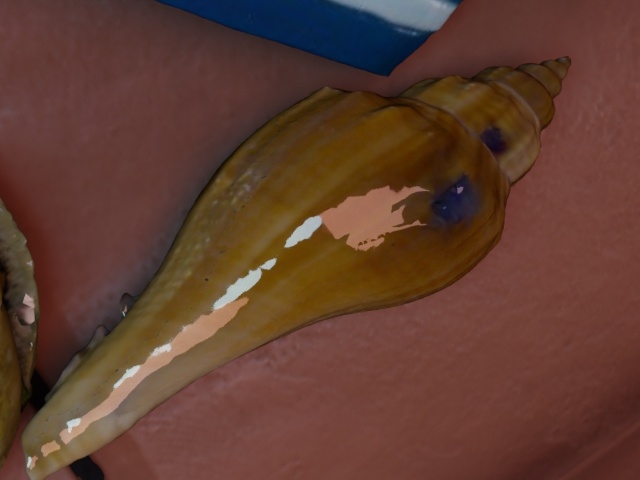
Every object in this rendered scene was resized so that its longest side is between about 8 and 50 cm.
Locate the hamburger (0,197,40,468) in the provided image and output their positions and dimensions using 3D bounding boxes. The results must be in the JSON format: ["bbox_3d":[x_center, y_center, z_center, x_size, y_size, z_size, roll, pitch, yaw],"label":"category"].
[{"bbox_3d":[-0.249,0.057,0.473,0.265,0.134,0.285,41,83,-20],"label":"hamburger"}]

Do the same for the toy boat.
[{"bbox_3d":[-0.065,-0.136,0.551,0.299,0.096,0.062,15,102,-27],"label":"toy boat"}]

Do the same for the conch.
[{"bbox_3d":[0.003,0.001,0.580,0.330,0.093,0.109,-38,119,-25],"label":"conch"}]
